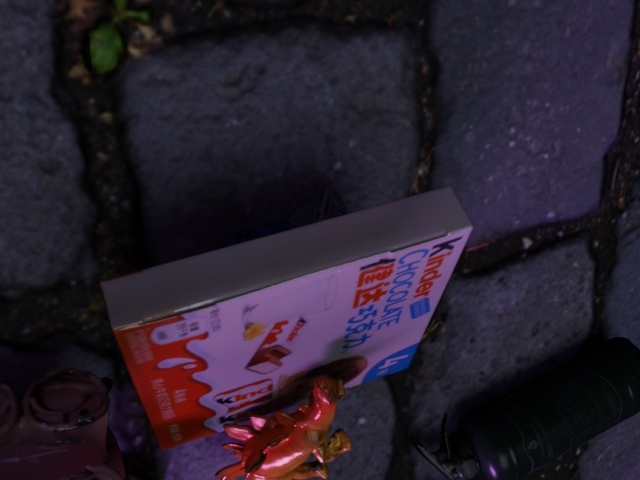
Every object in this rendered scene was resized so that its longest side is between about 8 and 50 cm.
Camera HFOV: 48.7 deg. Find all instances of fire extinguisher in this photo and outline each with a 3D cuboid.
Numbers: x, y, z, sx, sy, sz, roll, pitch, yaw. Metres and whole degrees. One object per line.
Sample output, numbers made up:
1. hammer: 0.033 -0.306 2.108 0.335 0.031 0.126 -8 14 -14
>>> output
1. fire extinguisher: 0.260 0.214 0.856 0.311 0.095 0.114 -24 97 -16

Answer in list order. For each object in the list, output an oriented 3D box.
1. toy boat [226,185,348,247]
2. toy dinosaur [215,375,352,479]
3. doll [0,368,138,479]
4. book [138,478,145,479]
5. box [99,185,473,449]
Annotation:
1. toy boat: 0.000 0.000 0.653 0.175 0.091 0.110 26 70 -40
2. toy dinosaur: -0.044 0.206 0.685 0.117 0.070 0.288 0 143 -18
3. doll: -0.236 0.245 0.559 0.284 0.216 0.268 -3 119 -22
4. book: -0.214 0.282 0.701 0.077 0.014 0.111 24 99 -32
5. box: -0.026 0.079 0.595 0.265 0.048 0.273 -17 150 -14
